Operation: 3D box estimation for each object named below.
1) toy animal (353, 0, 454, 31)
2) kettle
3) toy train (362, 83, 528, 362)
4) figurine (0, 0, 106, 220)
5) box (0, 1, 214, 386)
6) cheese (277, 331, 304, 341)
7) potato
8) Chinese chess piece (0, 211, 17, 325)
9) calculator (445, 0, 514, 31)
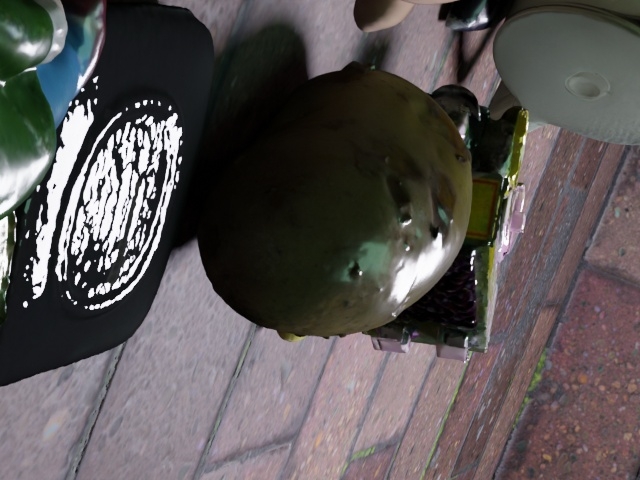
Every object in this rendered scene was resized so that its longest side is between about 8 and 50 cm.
[{"bbox_3d":[0.104,-0.262,0.999,0.250,0.154,0.166,-60,-179,-15],"label":"toy animal"},{"bbox_3d":[0.289,-0.267,1.463,0.205,0.265,0.318,49,57,-41],"label":"kettle"},{"bbox_3d":[0.107,-0.017,1.325,0.261,0.134,0.177,81,19,-59],"label":"toy train"},{"bbox_3d":[-0.134,-0.121,0.508,0.185,0.127,0.234,-50,145,-52],"label":"figurine"},{"bbox_3d":[-0.117,-0.025,0.814,0.201,0.042,0.212,-20,130,-66],"label":"box"},{"bbox_3d":[-0.001,0.000,1.222,0.086,0.036,0.162,-46,154,-54],"label":"cheese"},{"bbox_3d":[0.017,-0.020,1.035,0.262,0.165,0.165,-55,161,-55],"label":"potato"},{"bbox_3d":[-0.185,0.021,0.631,0.144,0.058,0.144,-58,161,-32],"label":"Chinese chess piece"},{"bbox_3d":[0.187,-0.293,1.437,0.268,0.040,0.177,-50,159,-57],"label":"calculator"}]
